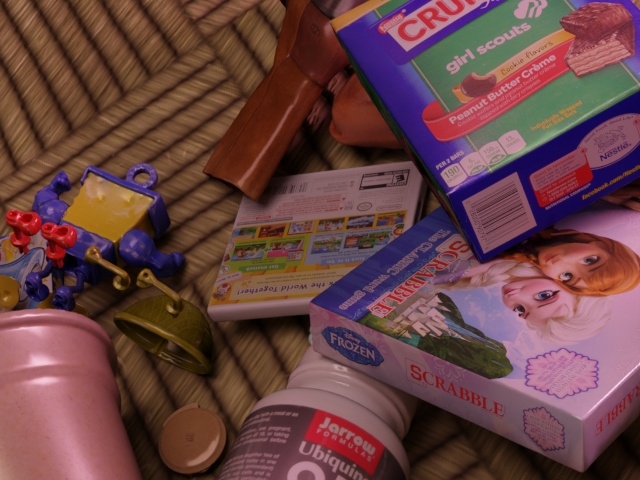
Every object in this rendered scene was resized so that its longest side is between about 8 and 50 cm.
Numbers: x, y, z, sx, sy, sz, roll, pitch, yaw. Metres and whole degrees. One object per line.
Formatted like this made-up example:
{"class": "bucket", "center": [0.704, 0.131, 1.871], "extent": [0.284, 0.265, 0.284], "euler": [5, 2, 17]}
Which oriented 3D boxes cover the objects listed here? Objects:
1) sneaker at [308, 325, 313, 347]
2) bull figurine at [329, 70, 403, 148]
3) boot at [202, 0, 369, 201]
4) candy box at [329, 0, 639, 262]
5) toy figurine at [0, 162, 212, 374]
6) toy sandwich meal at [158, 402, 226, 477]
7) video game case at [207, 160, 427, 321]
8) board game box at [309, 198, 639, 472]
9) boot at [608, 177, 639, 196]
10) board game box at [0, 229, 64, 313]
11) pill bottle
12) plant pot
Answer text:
{"class": "sneaker", "center": [0.027, 0.092, 1.773], "extent": [0.069, 0.038, 0.098], "euler": [-5, 57, 24]}
{"class": "bull figurine", "center": [0.158, -0.168, 1.850], "extent": [0.310, 0.101, 0.188], "euler": [4, 56, 25]}
{"class": "boot", "center": [-0.050, -0.189, 1.976], "extent": [0.280, 0.096, 0.264], "euler": [-59, 30, 4]}
{"class": "candy box", "center": [0.197, -0.168, 1.677], "extent": [0.268, 0.122, 0.317], "euler": [-29, 44, -1]}
{"class": "toy figurine", "center": [-0.235, -0.018, 1.879], "extent": [0.362, 0.191, 0.217], "euler": [21, 54, 22]}
{"class": "toy sandwich meal", "center": [-0.138, 0.218, 1.776], "extent": [0.085, 0.029, 0.086], "euler": [-8, 58, 13]}
{"class": "video game case", "center": [0.000, 0.000, 1.836], "extent": [0.227, 0.026, 0.206], "euler": [-6, 45, 22]}
{"class": "board game box", "center": [0.210, 0.060, 1.601], "extent": [0.318, 0.066, 0.318], "euler": [21, 42, 35]}
{"class": "boot", "center": [0.389, -0.148, 1.709], "extent": [0.262, 0.095, 0.203], "euler": [-8, 49, 17]}
{"class": "board game box", "center": [-0.376, 0.081, 1.979], "extent": [0.136, 0.035, 0.201], "euler": [-21, 51, 12]}
{"class": "pill bottle", "center": [-0.016, 0.255, 1.577], "extent": [0.176, 0.176, 0.318], "euler": [3, 47, 28]}
{"class": "plant pot", "center": [-0.293, 0.290, 1.640], "extent": [0.334, 0.334, 0.305], "euler": [-35, 61, 1]}
